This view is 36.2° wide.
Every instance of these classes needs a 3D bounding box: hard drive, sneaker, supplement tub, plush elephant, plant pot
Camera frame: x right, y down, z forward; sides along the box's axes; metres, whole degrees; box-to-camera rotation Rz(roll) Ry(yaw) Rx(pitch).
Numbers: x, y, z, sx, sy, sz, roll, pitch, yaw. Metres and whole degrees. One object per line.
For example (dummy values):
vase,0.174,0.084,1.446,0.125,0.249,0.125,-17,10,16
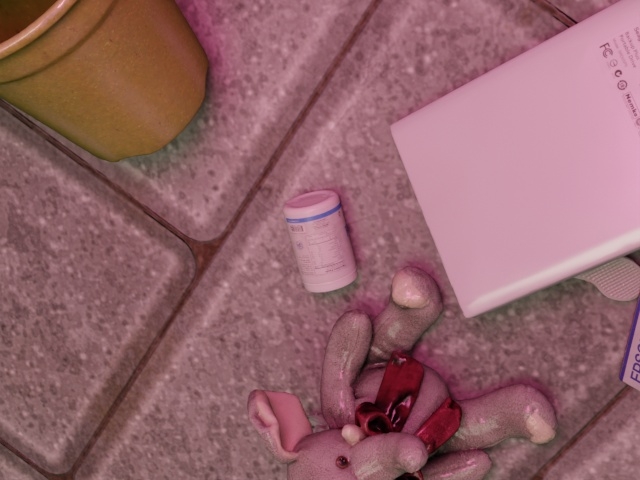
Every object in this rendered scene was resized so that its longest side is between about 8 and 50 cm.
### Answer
hard drive,0.265,-0.092,1.001,0.353,0.047,0.233,-26,76,26
sneaker,0.299,0.020,1.089,0.134,0.070,0.051,20,112,-23
supplement tub,0.000,0.000,1.165,0.071,0.071,0.107,-7,110,22
plush elephant,0.062,0.235,1.138,0.330,0.255,0.272,-34,98,28
plant pot,-0.256,-0.220,1.035,0.276,0.276,0.254,-10,148,22

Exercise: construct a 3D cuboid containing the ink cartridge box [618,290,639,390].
ink cartridge box,0.476,0.093,0.992,0.307,0.072,0.304,35,135,40
